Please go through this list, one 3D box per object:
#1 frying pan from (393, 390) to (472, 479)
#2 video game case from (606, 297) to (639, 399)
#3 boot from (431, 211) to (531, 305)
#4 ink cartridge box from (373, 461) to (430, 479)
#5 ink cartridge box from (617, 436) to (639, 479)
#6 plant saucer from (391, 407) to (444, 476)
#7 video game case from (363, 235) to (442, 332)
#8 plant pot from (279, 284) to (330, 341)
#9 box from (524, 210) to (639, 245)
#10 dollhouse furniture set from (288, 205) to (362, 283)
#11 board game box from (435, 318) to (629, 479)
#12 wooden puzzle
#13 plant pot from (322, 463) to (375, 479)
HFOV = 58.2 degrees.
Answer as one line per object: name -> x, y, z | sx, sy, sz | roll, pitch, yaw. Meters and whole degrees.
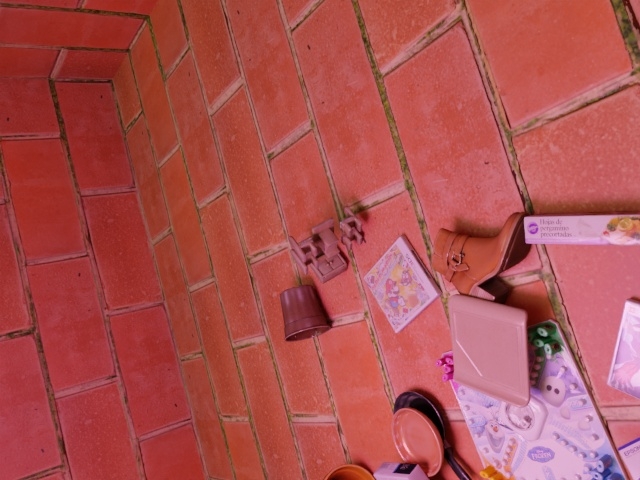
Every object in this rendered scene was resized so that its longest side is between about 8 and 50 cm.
frying pan -> 0.337, 0.554, 1.655 | 0.326, 0.053, 0.197 | 19, 115, 47
video game case -> 0.685, 0.239, 1.149 | 0.183, 0.023, 0.201 | 23, 116, 48
boot -> 0.390, 0.016, 1.424 | 0.220, 0.109, 0.283 | 40, 138, 40
ink cartridge box -> 0.309, 0.801, 1.689 | 0.165, 0.065, 0.332 | -26, 98, 52
ink cartridge box -> 0.715, 0.519, 1.036 | 0.176, 0.069, 0.370 | -45, 41, 30
plant saucer -> 0.285, 0.578, 1.664 | 0.200, 0.037, 0.199 | 24, 120, 50
video game case -> 0.236, 0.133, 1.704 | 0.206, 0.026, 0.227 | 60, 139, 24
plant pot -> -0.067, 0.254, 2.027 | 0.167, 0.167, 0.165 | -41, 60, 49
box -> 0.581, -0.026, 1.185 | 0.324, 0.067, 0.063 | 2, 99, 53
dollhouse furniture set -> 0.000, 0.000, 1.834 | 0.161, 0.212, 0.242 | 53, 162, 29
board game box -> 0.492, 0.432, 1.425 | 0.390, 0.050, 0.389 | -36, 71, 51
wooden puzzle -> 0.413, 0.261, 1.403 | 0.221, 0.044, 0.238 | 11, 110, 51
plant pot -> 0.081, 0.887, 1.970 | 0.205, 0.205, 0.188 | 63, 155, 21
